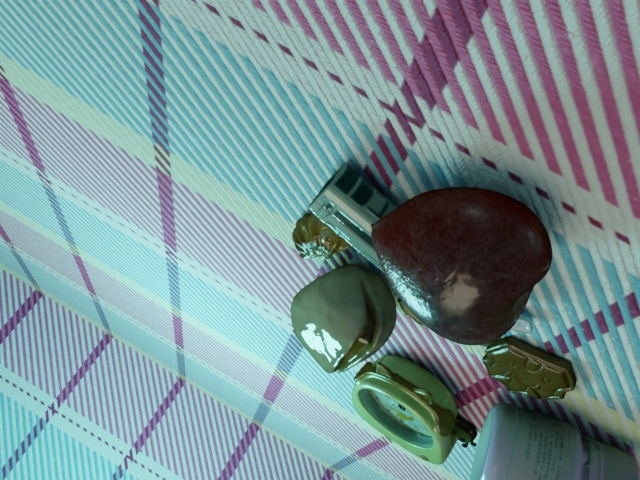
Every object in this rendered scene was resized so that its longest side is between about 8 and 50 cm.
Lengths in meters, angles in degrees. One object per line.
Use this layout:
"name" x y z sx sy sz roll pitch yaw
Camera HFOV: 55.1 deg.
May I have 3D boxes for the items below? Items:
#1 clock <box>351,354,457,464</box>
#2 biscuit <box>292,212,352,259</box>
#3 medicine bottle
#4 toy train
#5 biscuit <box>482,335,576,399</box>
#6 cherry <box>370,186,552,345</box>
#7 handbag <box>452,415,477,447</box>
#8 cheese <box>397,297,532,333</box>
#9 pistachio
"clock" 0.220 0.415 1.567 0.286 0.117 0.348 28 149 25
"biscuit" 0.000 0.000 1.215 0.118 0.061 0.183 46 150 -22
"medicine bottle" 0.497 0.507 1.327 0.301 0.241 0.241 16 149 11
"toy train" 0.168 0.032 1.044 0.407 0.086 0.088 40 139 -7
"biscuit" 0.418 0.275 1.255 0.182 0.034 0.215 24 151 16
"cherry" 0.207 0.023 0.901 0.239 0.206 0.239 42 146 39
"handbag" 0.375 0.510 1.663 0.111 0.047 0.072 45 139 -10
"cheese" 0.274 0.140 1.168 0.255 0.050 0.127 10 143 34
"pistachio" 0.049 0.160 1.253 0.207 0.226 0.332 17 167 -15
